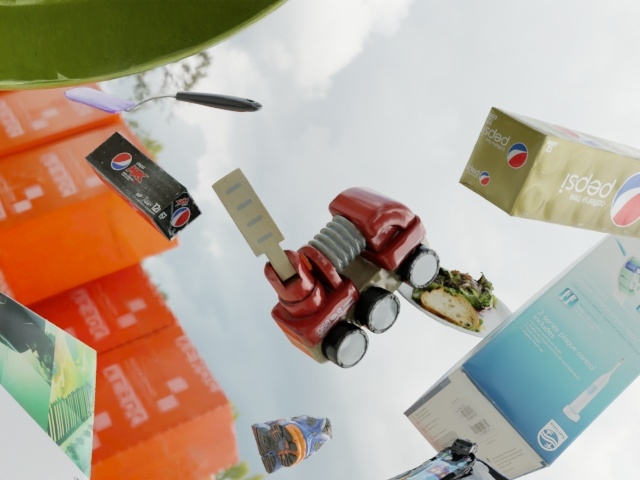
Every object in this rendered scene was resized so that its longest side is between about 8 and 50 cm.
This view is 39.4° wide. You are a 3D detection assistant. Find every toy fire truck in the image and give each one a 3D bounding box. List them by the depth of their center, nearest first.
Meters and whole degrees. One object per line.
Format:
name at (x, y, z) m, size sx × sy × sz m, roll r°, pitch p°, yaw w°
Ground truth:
toy fire truck at (0.000, 0.000, 1.118) m, size 0.158 × 0.217 × 0.246 m, roll 30°, pitch -20°, yaw 46°

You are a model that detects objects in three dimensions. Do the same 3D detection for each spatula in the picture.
spatula at (-0.225, -0.199, 1.281) m, size 0.084 × 0.296 × 0.030 m, roll -50°, pitch 141°, yaw -67°

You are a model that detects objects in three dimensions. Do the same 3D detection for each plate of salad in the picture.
plate of salad at (0.188, 0.072, 1.236) m, size 0.200 × 0.199 × 0.048 m, roll 44°, pitch -60°, yaw 45°

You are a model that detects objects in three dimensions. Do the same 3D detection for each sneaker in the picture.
sneaker at (-0.043, 0.310, 1.383) m, size 0.221 × 0.087 × 0.083 m, roll -26°, pitch -101°, yaw 66°

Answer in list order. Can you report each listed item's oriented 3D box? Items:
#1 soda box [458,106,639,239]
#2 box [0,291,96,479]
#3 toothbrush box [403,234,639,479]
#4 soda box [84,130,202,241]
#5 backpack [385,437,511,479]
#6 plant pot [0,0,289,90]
soda box at (0.191, -0.045, 0.658) m, size 0.058 × 0.181 × 0.061 m, roll 42°, pitch -63°, yaw 48°
box at (-0.351, 0.137, 0.866) m, size 0.322 × 0.058 × 0.232 m, roll 45°, pitch 24°, yaw -41°
toothbrush box at (0.257, 0.119, 0.962) m, size 0.126 × 0.295 × 0.216 m, roll 50°, pitch -21°, yaw 11°
soda box at (-0.225, -0.070, 1.133) m, size 0.169 × 0.060 × 0.053 m, roll 38°, pitch -17°, yaw 35°
backpack at (0.068, 0.221, 0.566) m, size 0.158 × 0.173 × 0.117 m, roll 26°, pitch -56°, yaw 60°
plant pot at (-0.193, -0.343, 0.594) m, size 0.366 × 0.366 × 0.353 m, roll 131°, pitch -56°, yaw -65°
